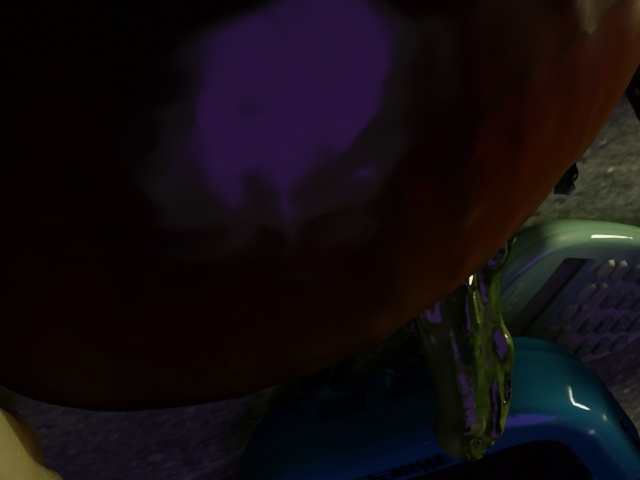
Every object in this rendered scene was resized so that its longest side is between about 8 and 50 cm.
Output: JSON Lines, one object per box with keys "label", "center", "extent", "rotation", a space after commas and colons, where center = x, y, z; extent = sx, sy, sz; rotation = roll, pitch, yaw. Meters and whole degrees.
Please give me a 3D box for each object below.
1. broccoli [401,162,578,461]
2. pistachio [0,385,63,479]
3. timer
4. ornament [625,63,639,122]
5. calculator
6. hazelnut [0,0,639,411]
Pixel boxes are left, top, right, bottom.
{"label": "broccoli", "center": [0.108, 0.030, 1.142], "extent": [0.165, 0.145, 0.304], "rotation": [-17, 122, -21]}
{"label": "pistachio", "center": [-0.362, 0.188, 1.027], "extent": [0.365, 0.281, 0.445], "rotation": [-49, 153, 15]}
{"label": "timer", "center": [0.113, 0.205, 1.397], "extent": [0.340, 0.115, 0.309], "rotation": [-20, 147, 17]}
{"label": "ornament", "center": [0.307, -0.162, 1.045], "extent": [0.218, 0.235, 0.221], "rotation": [-26, 128, 8]}
{"label": "calculator", "center": [0.210, 0.051, 1.373], "extent": [0.295, 0.042, 0.184], "rotation": [5, 134, -38]}
{"label": "hazelnut", "center": [-0.028, -0.126, 0.704], "extent": [0.429, 0.402, 0.402], "rotation": [-53, 156, -32]}
